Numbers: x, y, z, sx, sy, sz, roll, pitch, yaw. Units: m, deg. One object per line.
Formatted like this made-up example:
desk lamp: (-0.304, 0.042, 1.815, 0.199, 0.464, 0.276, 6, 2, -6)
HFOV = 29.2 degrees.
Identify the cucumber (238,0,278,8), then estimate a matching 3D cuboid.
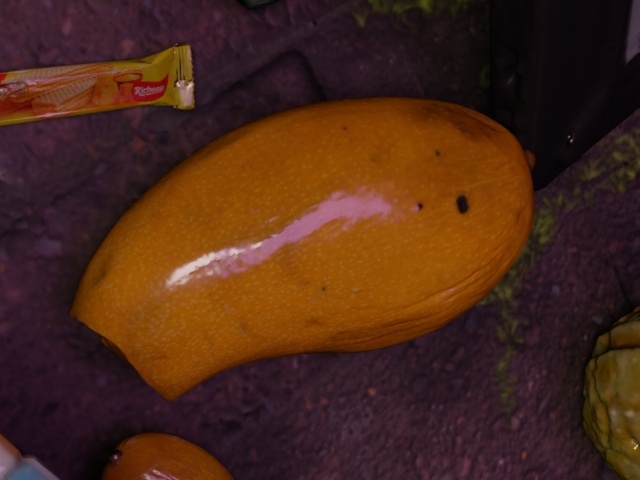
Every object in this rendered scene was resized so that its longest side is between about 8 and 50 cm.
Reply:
cucumber: (-0.025, -0.203, 0.896, 0.105, 0.048, 0.048, -41, 112, -18)

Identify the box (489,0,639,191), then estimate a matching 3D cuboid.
box: (0.255, -0.236, 0.936, 0.359, 0.091, 0.350, -41, 149, -20)

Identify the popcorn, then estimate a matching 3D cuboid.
popcorn: (0.334, 0.136, 1.045, 0.198, 0.212, 0.198, -38, 140, -42)

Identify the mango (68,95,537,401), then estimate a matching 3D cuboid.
mango: (-0.002, -0.003, 0.868, 0.359, 0.144, 0.187, -13, 111, -23)

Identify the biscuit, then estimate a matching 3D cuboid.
biscuit: (-0.218, -0.092, 0.809, 0.292, 0.026, 0.048, -12, 119, -28)

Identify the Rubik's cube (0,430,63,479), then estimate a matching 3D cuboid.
Rubik's cube: (-0.251, 0.256, 0.608, 0.344, 0.347, 0.346, 46, 70, -12)

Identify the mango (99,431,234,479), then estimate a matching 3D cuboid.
mango: (-0.091, 0.211, 0.877, 0.098, 0.075, 0.190, -43, 119, -14)
